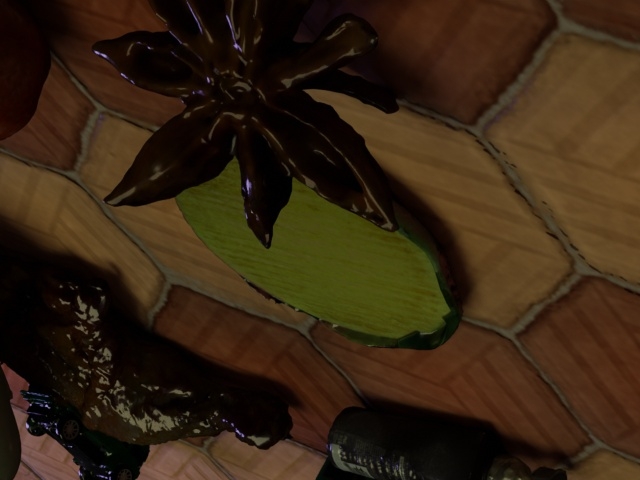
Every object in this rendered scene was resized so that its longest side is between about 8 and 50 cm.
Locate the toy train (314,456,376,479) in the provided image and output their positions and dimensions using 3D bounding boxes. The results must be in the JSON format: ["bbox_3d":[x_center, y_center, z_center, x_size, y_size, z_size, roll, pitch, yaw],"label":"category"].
[{"bbox_3d":[0.049,0.263,1.477,0.227,0.136,0.091,5,149,39],"label":"toy train"}]

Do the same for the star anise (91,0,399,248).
[{"bbox_3d":[-0.045,-0.094,0.985,0.196,0.111,0.212,-18,108,19],"label":"star anise"}]

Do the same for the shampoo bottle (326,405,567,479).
[{"bbox_3d":[0.099,0.178,1.352,0.207,0.063,0.057,9,154,40],"label":"shampoo bottle"}]

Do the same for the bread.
[{"bbox_3d":[0.000,0.000,1.192,0.228,0.033,0.228,27,155,13],"label":"bread"}]

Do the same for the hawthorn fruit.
[{"bbox_3d":[-0.248,-0.126,1.154,0.138,0.133,0.133,24,163,-36],"label":"hawthorn fruit"}]

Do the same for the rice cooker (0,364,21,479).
[{"bbox_3d":[-0.434,0.143,1.525,0.288,0.277,0.288,54,157,34],"label":"rice cooker"}]

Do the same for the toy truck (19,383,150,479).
[{"bbox_3d":[-0.235,0.189,1.732,0.065,0.079,0.147,3,140,44],"label":"toy truck"}]

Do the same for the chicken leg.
[{"bbox_3d":[-0.176,0.106,1.529,0.322,0.083,0.177,36,144,-3],"label":"chicken leg"}]
